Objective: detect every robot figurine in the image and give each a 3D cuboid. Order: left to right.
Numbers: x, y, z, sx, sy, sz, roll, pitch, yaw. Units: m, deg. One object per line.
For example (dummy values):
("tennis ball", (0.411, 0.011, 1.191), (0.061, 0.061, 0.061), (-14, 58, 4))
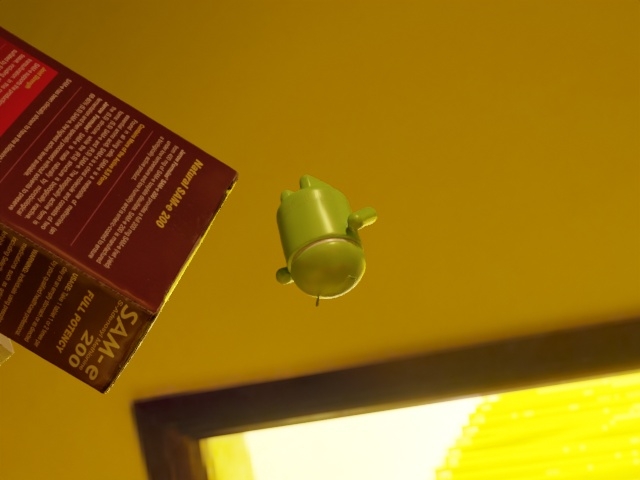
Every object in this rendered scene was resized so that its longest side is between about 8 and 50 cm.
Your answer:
("robot figurine", (0.000, 0.000, 1.123), (0.067, 0.101, 0.115), (27, -145, -43))

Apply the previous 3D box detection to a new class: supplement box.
("supplement box", (-0.175, -0.041, 0.660), (0.239, 0.073, 0.130), (32, -142, -5))

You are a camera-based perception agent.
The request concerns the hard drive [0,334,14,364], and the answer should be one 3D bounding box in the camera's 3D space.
("hard drive", (-0.509, 0.170, 1.540), (0.040, 0.307, 0.203), (47, -178, -40))
